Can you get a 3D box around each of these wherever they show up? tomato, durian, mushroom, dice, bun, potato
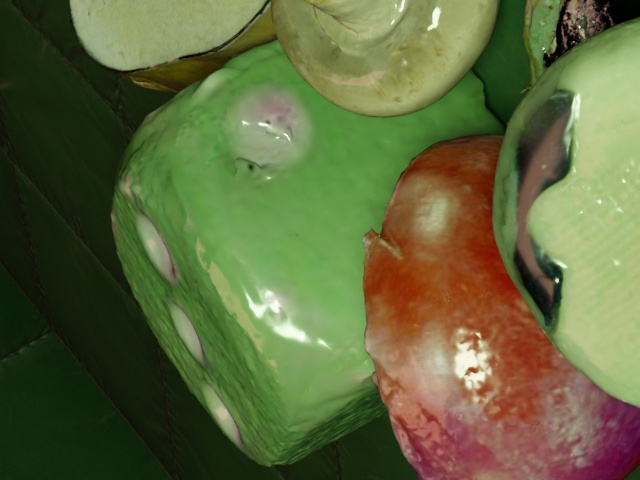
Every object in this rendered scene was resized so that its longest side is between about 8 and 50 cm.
[{"bbox_3d":[0.179,0.061,1.367,0.176,0.335,0.289,-14,123,42],"label":"tomato"},{"bbox_3d":[0.216,-0.171,1.303,0.186,0.119,0.108,105,170,-46],"label":"durian"},{"bbox_3d":[0.041,-0.208,1.436,0.204,0.204,0.204,47,155,30],"label":"mushroom"},{"bbox_3d":[0.000,0.000,1.641,0.330,0.318,0.322,57,160,9],"label":"dice"},{"bbox_3d":[0.266,-0.031,1.221,0.283,0.179,0.283,8,109,23],"label":"bun"},{"bbox_3d":[-0.081,-0.271,1.691,0.300,0.196,0.246,-12,83,42],"label":"potato"}]
